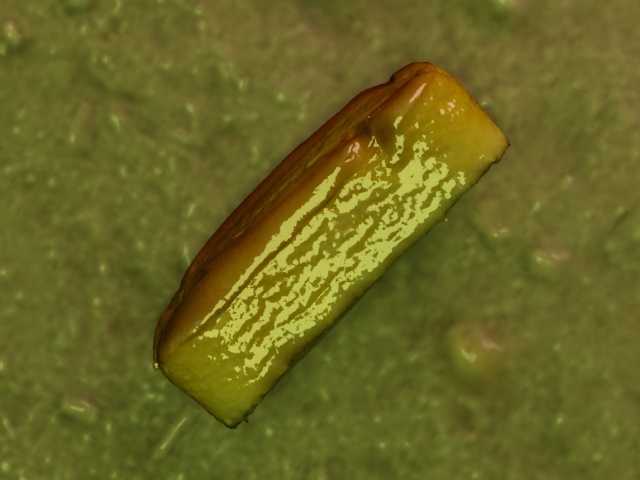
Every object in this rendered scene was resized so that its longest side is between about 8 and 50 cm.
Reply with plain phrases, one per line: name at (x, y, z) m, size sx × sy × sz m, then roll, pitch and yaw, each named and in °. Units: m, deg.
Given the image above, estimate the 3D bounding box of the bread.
bread at (0.000, 0.000, 1.059) m, size 0.094 × 0.102 × 0.245 m, roll 44°, pitch 93°, yaw -6°
